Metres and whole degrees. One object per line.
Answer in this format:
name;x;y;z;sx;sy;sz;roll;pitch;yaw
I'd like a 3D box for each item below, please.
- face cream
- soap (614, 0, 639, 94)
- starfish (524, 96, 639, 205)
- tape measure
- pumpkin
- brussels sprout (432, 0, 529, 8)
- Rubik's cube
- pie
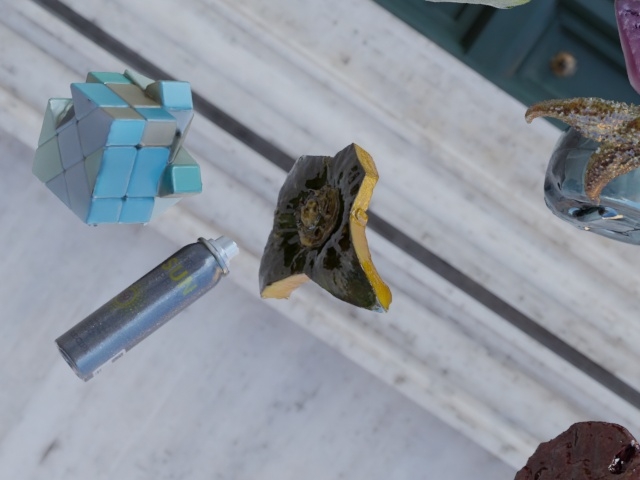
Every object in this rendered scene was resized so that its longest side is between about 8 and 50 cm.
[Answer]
face cream;-0.234;0.085;1.970;0.283;0.073;0.073;-37;179;-16
soap;0.532;-0.317;2.023;0.127;0.220;0.325;0;-149;34
starfish;0.315;-0.098;1.370;0.227;0.240;0.043;96;7;-52
tape measure;0.487;-0.078;2.234;0.256;0.275;0.147;158;-47;-73
pumpkin;0.014;-0.020;2.209;0.290;0.095;0.258;-2;-109;53
brussels sprout;0.188;-0.411;1.712;0.371;0.315;0.276;-74;-176;-77
Rubik's cube;-0.296;-0.129;2.190;0.213;0.224;0.265;-3;122;-43
pie;0.262;0.249;1.436;0.153;0.038;0.153;-26;-141;23
